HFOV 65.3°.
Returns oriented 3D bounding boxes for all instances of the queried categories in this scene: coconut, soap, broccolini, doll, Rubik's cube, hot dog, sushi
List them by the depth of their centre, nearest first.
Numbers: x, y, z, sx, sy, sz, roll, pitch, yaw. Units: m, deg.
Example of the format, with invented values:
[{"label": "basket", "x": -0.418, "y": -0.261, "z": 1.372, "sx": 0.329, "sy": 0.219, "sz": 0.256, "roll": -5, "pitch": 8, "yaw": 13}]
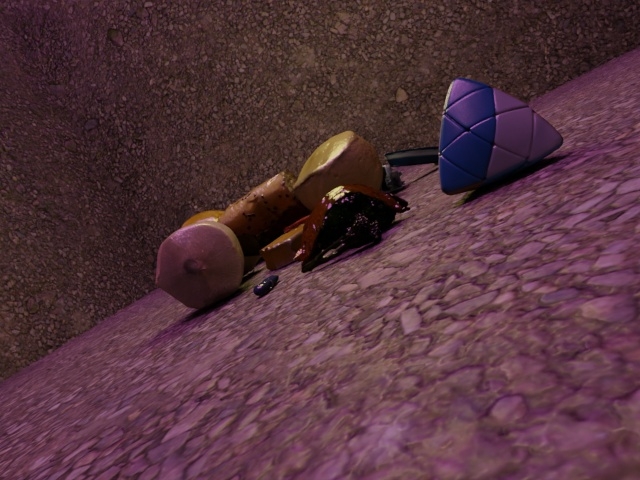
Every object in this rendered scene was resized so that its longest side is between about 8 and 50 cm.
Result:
[{"label": "Rubik's cube", "x": 0.350, "y": -0.170, "z": 1.003, "sx": 0.255, "sy": 0.254, "sz": 0.254, "roll": -27, "pitch": 6, "yaw": 3}, {"label": "broccolini", "x": 0.037, "y": 0.010, "z": 1.082, "sx": 0.201, "sy": 0.074, "sz": 0.058, "roll": -27, "pitch": 23, "yaw": 25}, {"label": "doll", "x": -0.125, "y": 0.103, "z": 1.170, "sx": 0.037, "sy": 0.027, "sz": 0.125, "roll": -25, "pitch": 4, "yaw": 17}, {"label": "sushi", "x": 0.061, "y": -0.049, "z": 1.170, "sx": 0.287, "sy": 0.140, "sz": 0.149, "roll": -28, "pitch": -31, "yaw": -10}, {"label": "coconut", "x": -0.333, "y": 0.068, "z": 1.383, "sx": 0.245, "sy": 0.244, "sz": 0.247, "roll": -27, "pitch": 5, "yaw": 2}, {"label": "soap", "x": -0.093, "y": 0.016, "z": 1.524, "sx": 0.140, "sy": 0.073, "sz": 0.232, "roll": -26, "pitch": 6, "yaw": 24}, {"label": "hot dog", "x": -0.209, "y": -0.084, "z": 1.956, "sx": 0.366, "sy": 0.196, "sz": 0.367, "roll": -23, "pitch": -27, "yaw": 16}]

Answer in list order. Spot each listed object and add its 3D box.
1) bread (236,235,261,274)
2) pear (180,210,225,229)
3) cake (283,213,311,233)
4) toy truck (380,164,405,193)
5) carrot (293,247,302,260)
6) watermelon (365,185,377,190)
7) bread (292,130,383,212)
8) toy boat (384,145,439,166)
[{"label": "bread", "x": -0.316, "y": 0.066, "z": 1.624, "sx": 0.212, "sy": 0.142, "sz": 0.224, "roll": -37, "pitch": -17, "yaw": 26}, {"label": "pear", "x": -0.466, "y": 0.009, "z": 2.173, "sx": 0.315, "sy": 0.314, "sz": 0.314, "roll": -27, "pitch": 6, "yaw": 3}, {"label": "cake", "x": -0.009, "y": -0.057, "z": 1.713, "sx": 0.221, "sy": 0.086, "sz": 0.117, "roll": -24, "pitch": 9, "yaw": 36}, {"label": "toy truck", "x": 0.225, "y": -0.232, "z": 1.991, "sx": 0.185, "sy": 0.132, "sz": 0.338, "roll": -15, "pitch": 3, "yaw": -4}, {"label": "carrot", "x": 0.000, "y": 0.000, "z": 1.426, "sx": 0.224, "sy": 0.057, "sz": 0.057, "roll": -38, "pitch": 11, "yaw": -31}, {"label": "watermelon", "x": 0.160, "y": -0.129, "z": 1.568, "sx": 0.125, "sy": 0.094, "sz": 0.135, "roll": -22, "pitch": 8, "yaw": -12}, {"label": "bread", "x": 0.065, "y": -0.218, "z": 1.771, "sx": 0.321, "sy": 0.237, "sz": 0.320, "roll": -32, "pitch": 30, "yaw": 22}, {"label": "toy boat", "x": 0.392, "y": -0.331, "z": 1.968, "sx": 0.300, "sy": 0.061, "sz": 0.096, "roll": -8, "pitch": 5, "yaw": -14}]
